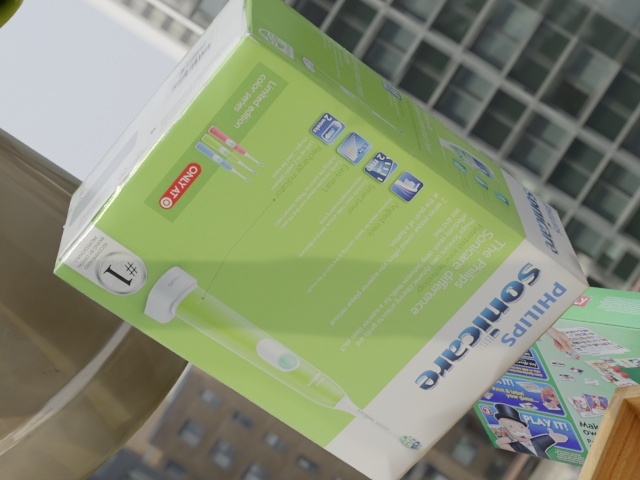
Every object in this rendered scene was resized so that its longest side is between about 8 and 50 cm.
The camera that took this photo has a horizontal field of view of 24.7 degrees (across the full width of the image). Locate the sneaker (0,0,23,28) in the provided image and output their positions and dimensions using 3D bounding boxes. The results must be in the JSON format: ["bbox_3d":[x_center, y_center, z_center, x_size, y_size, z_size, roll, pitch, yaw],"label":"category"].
[{"bbox_3d":[-0.401,-0.237,1.242,0.319,0.208,0.127,-12,-23,-19],"label":"sneaker"}]

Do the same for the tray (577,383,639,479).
[{"bbox_3d":[0.242,0.267,1.008,0.203,0.076,0.411,-14,35,45],"label":"tray"}]

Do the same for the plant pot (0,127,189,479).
[{"bbox_3d":[-0.301,0.037,1.216,0.323,0.280,0.323,-31,27,18],"label":"plant pot"}]

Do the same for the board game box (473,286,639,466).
[{"bbox_3d":[0.256,0.132,1.346,0.317,0.213,0.046,7,44,45],"label":"board game box"}]

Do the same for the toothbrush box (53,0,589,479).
[{"bbox_3d":[0.000,0.000,0.974,0.206,0.283,0.122,-49,18,19],"label":"toothbrush box"}]
